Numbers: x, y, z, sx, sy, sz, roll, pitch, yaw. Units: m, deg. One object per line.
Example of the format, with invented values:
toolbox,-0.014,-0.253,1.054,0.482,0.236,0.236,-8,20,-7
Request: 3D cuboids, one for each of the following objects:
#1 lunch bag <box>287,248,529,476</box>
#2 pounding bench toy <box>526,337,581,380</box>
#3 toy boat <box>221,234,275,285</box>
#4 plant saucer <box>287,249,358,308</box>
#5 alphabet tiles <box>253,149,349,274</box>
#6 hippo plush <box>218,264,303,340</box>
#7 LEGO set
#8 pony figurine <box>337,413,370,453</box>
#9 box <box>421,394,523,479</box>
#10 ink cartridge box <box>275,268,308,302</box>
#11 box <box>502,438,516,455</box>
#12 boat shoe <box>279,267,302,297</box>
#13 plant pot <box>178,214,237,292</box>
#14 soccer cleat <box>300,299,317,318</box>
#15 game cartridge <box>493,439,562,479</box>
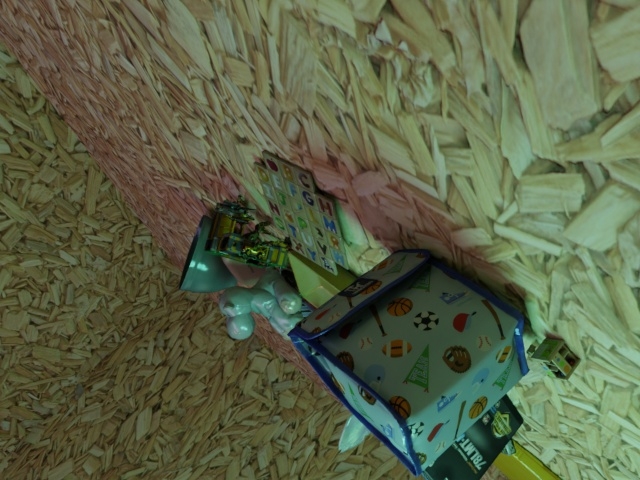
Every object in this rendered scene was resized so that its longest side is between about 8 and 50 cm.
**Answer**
lunch bag,0.159,0.197,1.330,0.385,0.327,0.239,37,154,44
pounding bench toy,0.443,0.229,1.276,0.065,0.052,0.083,46,163,-12
toy boat,-0.260,0.050,2.362,0.231,0.150,0.151,63,-175,-46
plant saucer,0.067,0.167,1.943,0.332,0.081,0.333,37,161,21
alphabet tiles,-0.048,-0.063,1.667,0.285,0.011,0.343,30,149,38
hippo plush,-0.204,0.210,2.171,0.234,0.236,0.295,-161,59,-65
LEGO set,-0.211,-0.034,2.024,0.254,0.192,0.331,16,172,-14
pony figurine,0.209,0.444,1.879,0.363,0.303,0.351,17,122,25
box,0.350,0.472,1.664,0.073,0.293,0.296,17,149,55
ink cartridge box,-0.135,0.214,2.519,0.231,0.078,0.134,47,163,-14
box,0.503,0.558,1.919,0.137,0.027,0.094,-14,93,71
boat shoe,-0.097,0.147,2.278,0.084,0.079,0.233,47,165,-24
plant pot,-0.391,0.072,2.488,0.196,0.293,0.293,19,169,-15
soccer cleat,-0.041,0.276,2.413,0.318,0.116,0.108,59,170,-32
game cartridge,0.653,0.727,2.028,0.323,0.052,0.285,41,163,16
